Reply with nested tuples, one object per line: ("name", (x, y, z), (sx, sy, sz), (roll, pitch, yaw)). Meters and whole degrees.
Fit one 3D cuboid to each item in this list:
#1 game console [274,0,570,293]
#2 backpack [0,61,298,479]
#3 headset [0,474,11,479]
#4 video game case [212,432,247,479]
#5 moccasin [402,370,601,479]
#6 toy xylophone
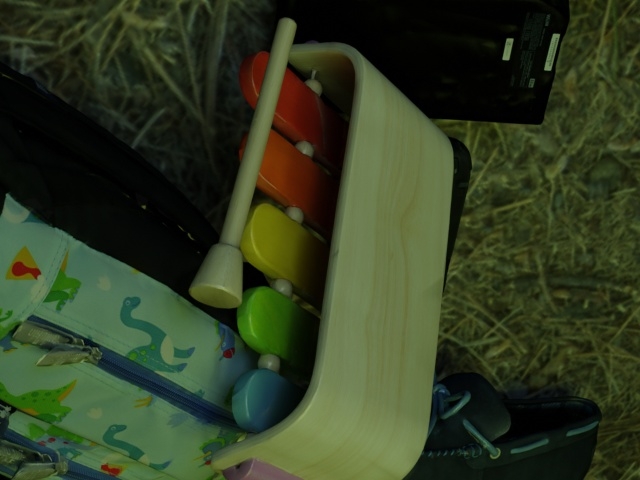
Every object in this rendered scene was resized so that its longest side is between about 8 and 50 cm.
("game console", (0.058, -0.065, 0.939), (0.213, 0.044, 0.361), (3, 125, -8))
("backpack", (-0.177, 0.033, 0.790), (0.356, 0.290, 0.273), (20, 101, -40))
("headset", (-0.267, 0.326, 0.949), (0.244, 0.185, 0.394), (-1, 134, -26))
("video game case", (-0.110, 0.252, 1.086), (0.213, 0.023, 0.193), (4, 118, -23))
("moccasin", (0.119, 0.166, 1.077), (0.342, 0.138, 0.116), (9, 111, -41))
("toy xylophone", (0.000, 0.000, 0.750), (0.081, 0.322, 0.236), (-11, 140, 35))
